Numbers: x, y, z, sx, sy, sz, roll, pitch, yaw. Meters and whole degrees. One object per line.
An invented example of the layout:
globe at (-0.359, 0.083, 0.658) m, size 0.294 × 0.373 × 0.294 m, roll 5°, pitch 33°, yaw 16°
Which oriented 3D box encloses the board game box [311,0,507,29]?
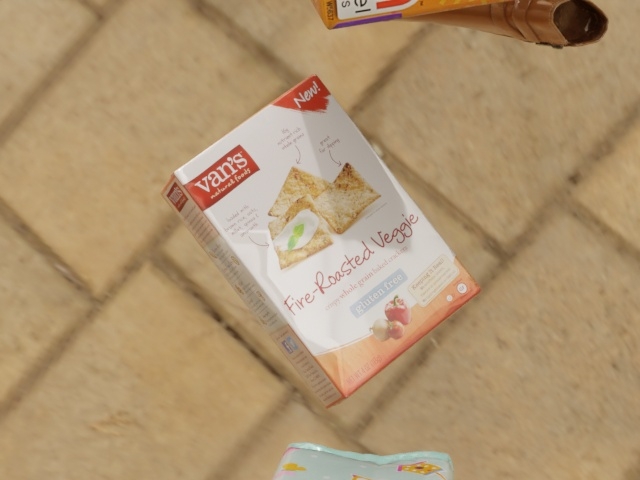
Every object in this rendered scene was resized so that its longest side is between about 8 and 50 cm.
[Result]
board game box at (0.122, -0.400, 1.243) m, size 0.356 × 0.357 × 0.356 m, roll -10°, pitch 32°, yaw -8°

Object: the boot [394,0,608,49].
boot at (0.135, -0.203, 1.534) m, size 0.152 × 0.197 × 0.073 m, roll 26°, pitch 115°, yaw 41°

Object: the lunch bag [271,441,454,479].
lunch bag at (0.014, 0.297, 1.267) m, size 0.160 × 0.223 × 0.262 m, roll 5°, pitch 104°, yaw 7°

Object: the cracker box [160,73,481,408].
cracker box at (0.000, 0.000, 1.517) m, size 0.155 × 0.067 × 0.232 m, roll -37°, pitch 87°, yaw -21°
